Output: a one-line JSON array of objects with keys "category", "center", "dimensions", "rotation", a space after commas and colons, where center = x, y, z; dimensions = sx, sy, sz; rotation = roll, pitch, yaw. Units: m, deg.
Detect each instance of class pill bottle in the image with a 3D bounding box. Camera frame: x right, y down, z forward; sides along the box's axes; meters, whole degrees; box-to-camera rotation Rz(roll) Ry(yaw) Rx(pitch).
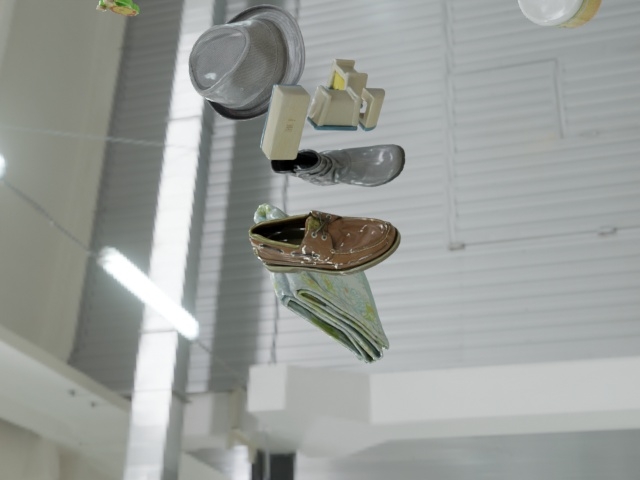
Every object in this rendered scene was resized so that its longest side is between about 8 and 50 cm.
[{"category": "pill bottle", "center": [0.433, -0.437, 1.748], "dimensions": [0.208, 0.118, 0.117], "rotation": [-18, -79, -60]}]

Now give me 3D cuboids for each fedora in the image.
[{"category": "fedora", "center": [-0.178, -0.381, 2.080], "dimensions": [0.124, 0.275, 0.243], "rotation": [3, -108, -52]}]

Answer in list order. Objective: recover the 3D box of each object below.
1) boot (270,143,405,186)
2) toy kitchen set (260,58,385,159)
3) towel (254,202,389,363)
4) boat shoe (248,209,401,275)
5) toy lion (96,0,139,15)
[{"category": "boot", "center": [0.047, -0.210, 2.735], "dimensions": [0.223, 0.338, 0.118], "rotation": [8, -106, -59]}, {"category": "toy kitchen set", "center": [-0.014, -0.233, 1.711], "dimensions": [0.166, 0.207, 0.122], "rotation": [55, 139, 47]}, {"category": "towel", "center": [0.004, 0.093, 2.293], "dimensions": [0.320, 0.090, 0.374], "rotation": [39, -163, -32]}, {"category": "boat shoe", "center": [0.000, 0.000, 1.915], "dimensions": [0.104, 0.307, 0.110], "rotation": [56, -145, -40]}, {"category": "toy lion", "center": [-0.468, -0.550, 2.301], "dimensions": [0.096, 0.100, 0.034], "rotation": [10, -96, -26]}]
